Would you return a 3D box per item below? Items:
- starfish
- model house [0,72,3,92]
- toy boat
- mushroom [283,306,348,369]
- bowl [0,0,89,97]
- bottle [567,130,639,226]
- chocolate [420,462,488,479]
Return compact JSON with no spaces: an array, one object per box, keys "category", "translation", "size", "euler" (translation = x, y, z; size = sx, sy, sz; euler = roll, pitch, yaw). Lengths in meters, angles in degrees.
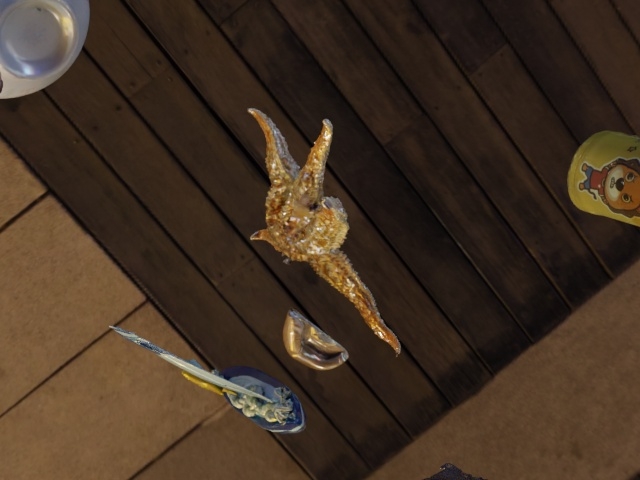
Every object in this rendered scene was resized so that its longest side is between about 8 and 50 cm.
[{"category":"starfish","translation":[-0.009,-0.018,0.819],"size":[0.084,0.301,0.293],"euler":[-30,144,-22]},{"category":"model house","translation":[-0.533,-0.192,0.750],"size":[0.202,0.237,0.236],"euler":[32,73,-11]},{"category":"toy boat","translation":[-0.144,0.168,0.852],"size":[0.291,0.221,0.067],"euler":[40,72,-30]},{"category":"mushroom","translation":[-0.027,0.228,1.443],"size":[0.210,0.072,0.094],"euler":[39,81,-38]},{"category":"bowl","translation":[-0.484,-0.347,1.010],"size":[0.157,0.345,0.345],"euler":[38,94,26]},{"category":"bottle","translation":[0.638,-0.096,1.172],"size":[0.172,0.351,0.171],"euler":[-8,108,-24]},{"category":"chocolate","translation":[0.113,0.457,0.969],"size":[0.321,0.112,0.111],"euler":[-17,99,-22]}]
